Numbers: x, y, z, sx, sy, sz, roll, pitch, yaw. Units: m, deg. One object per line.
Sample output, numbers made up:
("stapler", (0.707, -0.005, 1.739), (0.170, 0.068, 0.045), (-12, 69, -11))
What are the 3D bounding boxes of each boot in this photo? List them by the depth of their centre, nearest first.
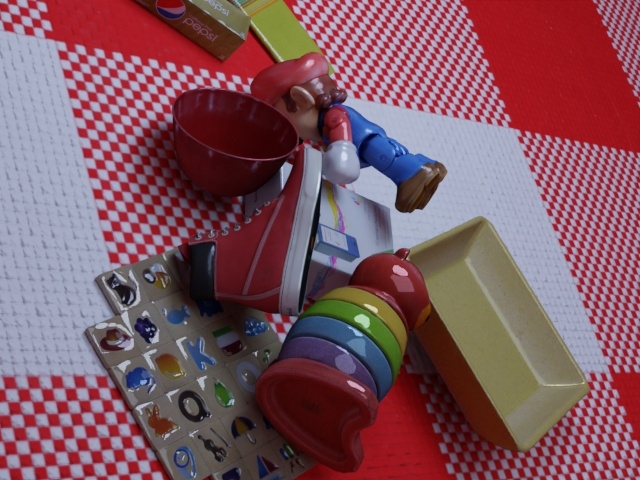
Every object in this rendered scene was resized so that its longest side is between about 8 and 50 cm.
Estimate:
("boot", (-0.092, -0.025, 1.771), (0.176, 0.088, 0.244), (9, 63, 8))

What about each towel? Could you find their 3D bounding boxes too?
("towel", (-0.076, -0.345, 2.164), (0.237, 0.021, 0.102), (52, 44, -3))

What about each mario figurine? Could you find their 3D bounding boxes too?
("mario figurine", (0.021, -0.141, 1.996), (0.320, 0.198, 0.170), (37, 68, 12))

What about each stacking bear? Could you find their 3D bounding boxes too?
("stacking bear", (0.051, 0.130, 1.767), (0.164, 0.175, 0.289), (27, 49, 12))

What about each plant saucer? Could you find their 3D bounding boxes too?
("plant saucer", (0.249, 0.145, 2.038), (0.333, 0.081, 0.333), (59, 29, 5))

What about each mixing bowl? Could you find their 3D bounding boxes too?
("mixing bowl", (-0.129, -0.123, 1.855), (0.181, 0.098, 0.181), (14, 33, -9))

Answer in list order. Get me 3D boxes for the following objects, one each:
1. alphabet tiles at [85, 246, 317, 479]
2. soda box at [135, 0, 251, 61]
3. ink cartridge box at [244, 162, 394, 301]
("alphabet tiles", (-0.143, 0.170, 1.715), (0.285, 0.011, 0.342), (-23, 79, -50))
("soda box", (-0.194, -0.350, 2.011), (0.181, 0.061, 0.058), (32, 42, -24))
("ink cartridge box", (0.000, 0.000, 1.921), (0.212, 0.093, 0.154), (22, 49, -31))
